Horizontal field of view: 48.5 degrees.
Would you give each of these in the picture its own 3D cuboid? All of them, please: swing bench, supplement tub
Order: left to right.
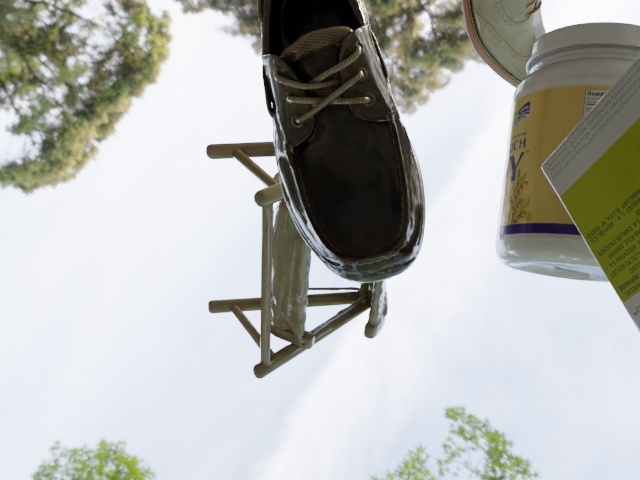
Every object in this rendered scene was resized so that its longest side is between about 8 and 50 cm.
[{"bbox_3d":[0.000,0.000,0.907,0.254,0.253,0.165,-14,-145,-27],"label":"swing bench"},{"bbox_3d":[0.389,-0.116,1.026,0.240,0.241,0.332,4,-98,33],"label":"supplement tub"}]

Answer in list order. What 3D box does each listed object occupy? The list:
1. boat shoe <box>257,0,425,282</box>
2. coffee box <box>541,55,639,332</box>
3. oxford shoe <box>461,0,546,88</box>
[{"bbox_3d":[-0.001,-0.132,0.636,0.132,0.130,0.356,-20,-117,9],"label":"boat shoe"},{"bbox_3d":[0.463,-0.042,0.567,0.338,0.337,0.335,-57,-133,49],"label":"coffee box"},{"bbox_3d":[0.332,-0.427,1.233,0.146,0.397,0.141,5,-127,50],"label":"oxford shoe"}]
